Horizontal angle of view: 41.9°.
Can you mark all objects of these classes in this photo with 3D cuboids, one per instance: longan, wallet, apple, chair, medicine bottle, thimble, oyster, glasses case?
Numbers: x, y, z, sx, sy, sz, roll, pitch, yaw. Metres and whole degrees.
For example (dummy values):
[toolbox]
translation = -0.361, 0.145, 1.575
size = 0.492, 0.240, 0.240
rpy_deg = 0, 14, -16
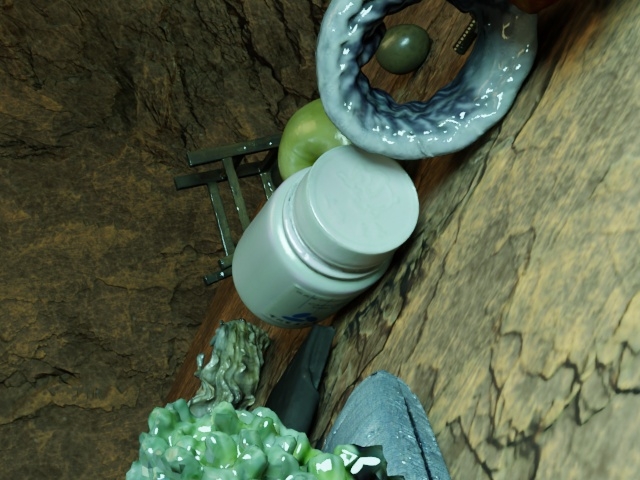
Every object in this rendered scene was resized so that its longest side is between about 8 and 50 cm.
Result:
[longan]
translation = 0.158, -0.360, 1.566
size = 0.113, 0.092, 0.113
rpy_deg = -20, -10, -4
[wallet]
translation = -0.060, 0.261, 0.971
size = 0.197, 0.051, 0.377
rpy_deg = -58, 8, 37
[apple]
translation = 0.032, -0.123, 1.212
size = 0.200, 0.200, 0.200
rpy_deg = -59, 9, 15
[chair]
translation = -0.057, -0.088, 1.714
size = 0.240, 0.416, 0.203
rpy_deg = 71, 159, 10
[medicine bottle]
translation = 0.000, 0.000, 1.051
size = 0.170, 0.170, 0.293
rpy_deg = -66, 9, -27
[thimble]
translation = 0.112, -0.212, 0.928
size = 0.245, 0.217, 0.157
rpy_deg = -35, 15, 10
[oyster]
translation = -0.175, 0.273, 1.427
size = 0.351, 0.115, 0.238
rpy_deg = -63, -1, -46
[glasses case]
translation = 0.040, 0.180, 0.587
size = 0.109, 0.067, 0.282
rpy_deg = -57, 11, 11

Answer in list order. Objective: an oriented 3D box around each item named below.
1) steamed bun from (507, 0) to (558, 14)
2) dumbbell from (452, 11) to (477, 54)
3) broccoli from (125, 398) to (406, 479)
[steamed bun]
translation = 0.204, -0.369, 0.735
size = 0.248, 0.235, 0.379
rpy_deg = -58, -4, 33
[dumbbell]
translation = 0.241, -0.335, 1.028
size = 0.254, 0.081, 0.081
rpy_deg = -56, 10, 33
[broccoli]
translation = -0.038, 0.228, 0.339
size = 0.245, 0.248, 0.288
rpy_deg = -61, 1, 37
